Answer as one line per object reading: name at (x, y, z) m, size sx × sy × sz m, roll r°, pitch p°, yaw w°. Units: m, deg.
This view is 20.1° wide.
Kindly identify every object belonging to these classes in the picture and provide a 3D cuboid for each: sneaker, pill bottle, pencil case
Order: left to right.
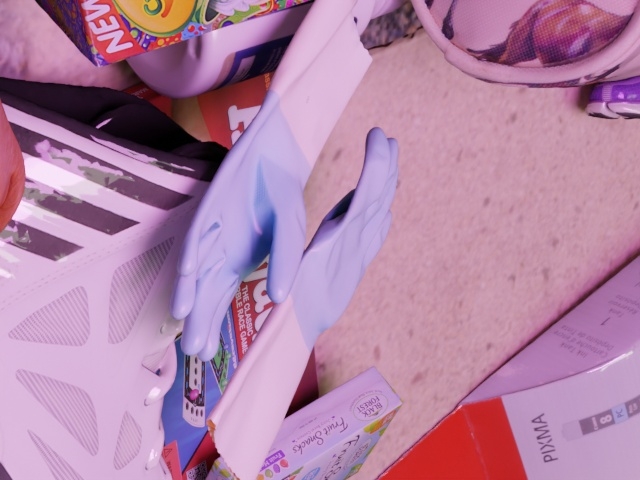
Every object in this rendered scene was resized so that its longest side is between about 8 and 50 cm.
sneaker at (-0.101, 0.088, 0.992) m, size 0.257 × 0.169 × 0.447 m, roll -43°, pitch 134°, yaw -9°
pill bottle at (-0.028, -0.145, 1.024) m, size 0.169 × 0.094 × 0.094 m, roll -21°, pitch 124°, yaw -38°
sneaker at (0.252, -0.140, 1.356) m, size 0.170 × 0.068 × 0.071 m, roll -36°, pitch 118°, yaw -39°
pencil case at (0.223, -0.196, 1.150) m, size 0.410 × 0.160 × 0.183 m, roll -15°, pitch 147°, yaw -56°

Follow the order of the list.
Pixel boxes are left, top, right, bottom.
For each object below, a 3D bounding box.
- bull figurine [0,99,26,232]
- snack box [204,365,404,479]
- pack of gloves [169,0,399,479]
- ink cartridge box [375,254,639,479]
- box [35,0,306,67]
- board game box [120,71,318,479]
bull figurine at (-0.235, -0.128, 0.770) m, size 0.188 × 0.101 × 0.310 m, roll -20°, pitch 100°, yaw -11°
snack box at (-0.019, 0.150, 1.199) m, size 0.141 × 0.037 × 0.100 m, roll -28°, pitch 160°, yaw -35°
pack of gloves at (0.000, 0.000, 0.986) m, size 0.232 × 0.046 × 0.195 m, roll -62°, pitch 151°, yaw -28°
ink cartridge box at (0.218, 0.221, 1.446) m, size 0.385 × 0.091 × 0.308 m, roll -37°, pitch 126°, yaw -24°
box at (-0.032, -0.277, 0.838) m, size 0.279 × 0.177 × 0.290 m, roll -20°, pitch 125°, yaw -17°
board game box at (-0.070, 0.022, 1.120) m, size 0.145 × 0.027 × 0.281 m, roll -30°, pitch 130°, yaw -33°
